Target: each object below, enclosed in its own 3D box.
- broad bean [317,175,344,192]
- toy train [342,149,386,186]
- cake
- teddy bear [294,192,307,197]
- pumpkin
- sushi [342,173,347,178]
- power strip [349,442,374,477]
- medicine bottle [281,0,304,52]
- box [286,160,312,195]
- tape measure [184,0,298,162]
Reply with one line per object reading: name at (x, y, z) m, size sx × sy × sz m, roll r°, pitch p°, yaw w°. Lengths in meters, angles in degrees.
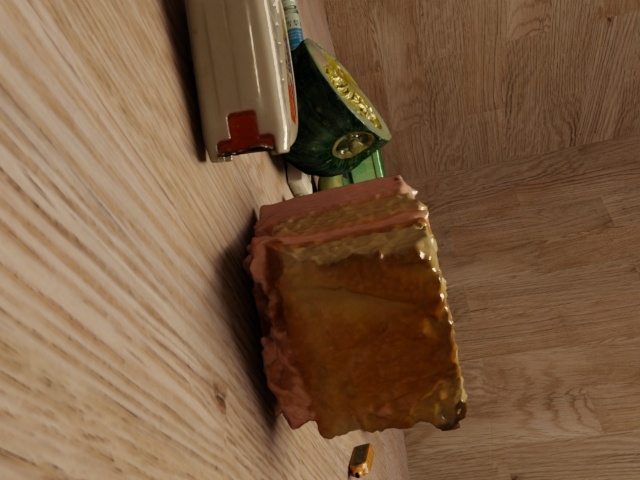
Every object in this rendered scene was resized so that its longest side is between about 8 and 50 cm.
broad bean at (0.033, -0.108, 1.527) m, size 0.169 × 0.100 × 0.228 m, roll 91°, pitch 1°, yaw -48°
toy train at (0.123, -0.249, 1.925) m, size 0.120 × 0.202 × 0.301 m, roll -80°, pitch 157°, yaw -77°
cake at (0.046, 0.086, 0.838) m, size 0.307 × 0.292 × 0.314 m, roll -94°, pitch 174°, yaw -63°
teddy bear at (-0.012, 0.008, 1.134) m, size 0.133 × 0.111 × 0.213 m, roll 16°, pitch 41°, yaw -32°
pumpkin at (-0.009, -0.257, 1.154) m, size 0.293 × 0.196 × 0.264 m, roll 13°, pitch 46°, yaw -62°
sushi at (-0.003, -0.293, 1.669) m, size 0.192 × 0.050 × 0.215 m, roll 9°, pitch 66°, yaw -63°
power strip at (0.099, 0.538, 1.348) m, size 0.178 × 0.049 × 0.028 m, roll 2°, pitch 72°, yaw -81°
medicine bottle at (-0.075, -0.588, 1.576) m, size 0.051 × 0.051 × 0.191 m, roll -8°, pitch 88°, yaw -81°
box at (-0.051, -0.175, 1.283) m, size 0.084 × 0.040 × 0.155 m, roll 66°, pitch 16°, yaw -58°
tape measure at (-0.107, -0.243, 0.783) m, size 0.265 × 0.130 × 0.258 m, roll -70°, pitch 151°, yaw -82°
